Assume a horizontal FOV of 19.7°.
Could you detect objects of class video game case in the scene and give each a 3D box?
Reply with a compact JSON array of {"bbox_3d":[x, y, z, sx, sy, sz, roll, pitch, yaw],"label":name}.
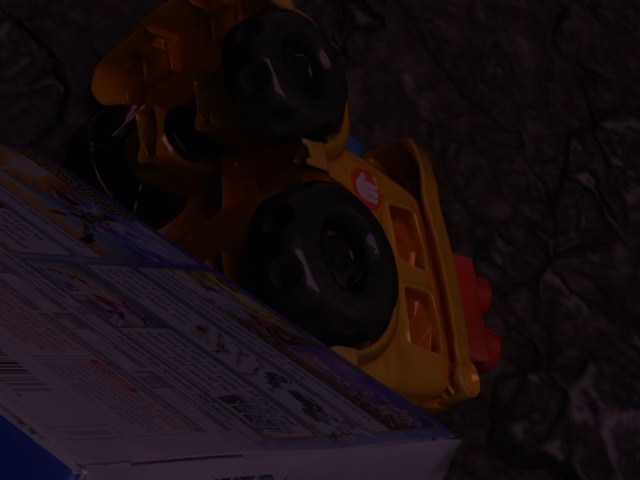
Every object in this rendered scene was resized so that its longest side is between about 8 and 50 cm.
[{"bbox_3d":[-0.115,0.036,0.711,0.269,0.061,0.244,33,15,29],"label":"video game case"}]

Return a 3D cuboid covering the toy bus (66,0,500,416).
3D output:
[{"bbox_3d":[0.000,0.000,0.923,0.211,0.149,0.220,11,60,-44],"label":"toy bus"}]
